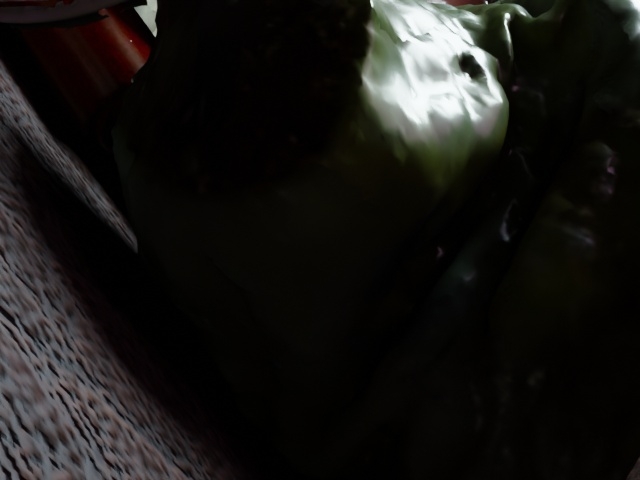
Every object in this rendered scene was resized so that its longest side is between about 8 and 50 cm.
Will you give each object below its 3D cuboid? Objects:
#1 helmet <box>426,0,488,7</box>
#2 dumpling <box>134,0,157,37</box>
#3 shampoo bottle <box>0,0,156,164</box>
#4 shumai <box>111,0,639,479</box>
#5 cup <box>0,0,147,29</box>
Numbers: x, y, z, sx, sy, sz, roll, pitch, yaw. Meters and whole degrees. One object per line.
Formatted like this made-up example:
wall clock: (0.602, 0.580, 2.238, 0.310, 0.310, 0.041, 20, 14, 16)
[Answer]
helmet: (-0.009, -0.139, 1.027, 0.337, 0.230, 0.385, 39, -56, 56)
dumpling: (-0.165, -0.192, 0.742, 0.176, 0.092, 0.150, 54, 1, 30)
shampoo bottle: (-0.166, -0.164, 0.555, 0.260, 0.064, 0.102, 55, 0, 9)
shumai: (0.022, -0.022, 0.495, 0.263, 0.309, 0.304, 29, -25, -16)
cup: (-0.129, -0.236, 0.300, 0.253, 0.253, 0.274, 55, 9, 31)
